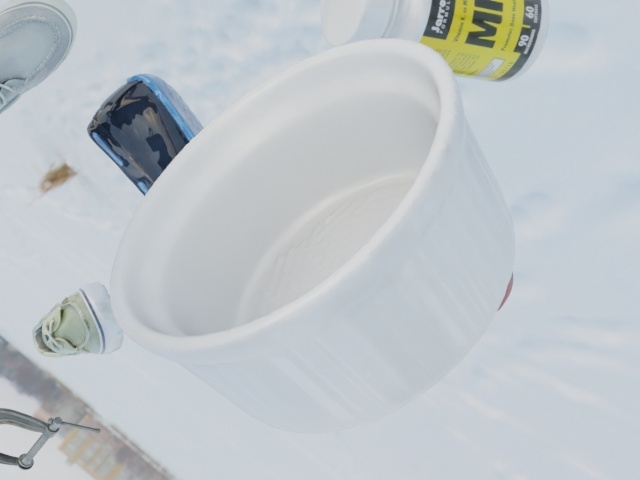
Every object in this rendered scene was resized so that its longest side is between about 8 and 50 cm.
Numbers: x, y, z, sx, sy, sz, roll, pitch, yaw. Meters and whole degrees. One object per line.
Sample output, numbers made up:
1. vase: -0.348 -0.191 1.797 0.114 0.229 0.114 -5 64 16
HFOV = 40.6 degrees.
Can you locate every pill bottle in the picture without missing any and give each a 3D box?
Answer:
1. pill bottle: 0.113 -0.228 0.866 0.208 0.119 0.119 1 180 -27

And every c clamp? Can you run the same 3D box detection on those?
1. c clamp: -0.385 0.262 1.124 0.137 0.022 0.160 28 132 -27

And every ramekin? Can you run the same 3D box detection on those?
1. ramekin: 0.000 0.000 0.614 0.277 0.277 0.135 16 152 51

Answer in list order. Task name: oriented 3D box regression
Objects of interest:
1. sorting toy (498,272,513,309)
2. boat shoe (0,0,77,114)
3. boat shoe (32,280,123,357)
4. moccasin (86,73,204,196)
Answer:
1. sorting toy: 0.113 -0.010 1.266 0.365 0.127 0.126 29 175 12
2. boat shoe: -0.332 -0.156 0.863 0.079 0.227 0.081 43 -152 -34
3. boat shoe: -0.378 0.141 1.335 0.109 0.094 0.302 66 152 4
4. moccasin: -0.131 -0.022 0.968 0.342 0.117 0.138 56 -172 6
